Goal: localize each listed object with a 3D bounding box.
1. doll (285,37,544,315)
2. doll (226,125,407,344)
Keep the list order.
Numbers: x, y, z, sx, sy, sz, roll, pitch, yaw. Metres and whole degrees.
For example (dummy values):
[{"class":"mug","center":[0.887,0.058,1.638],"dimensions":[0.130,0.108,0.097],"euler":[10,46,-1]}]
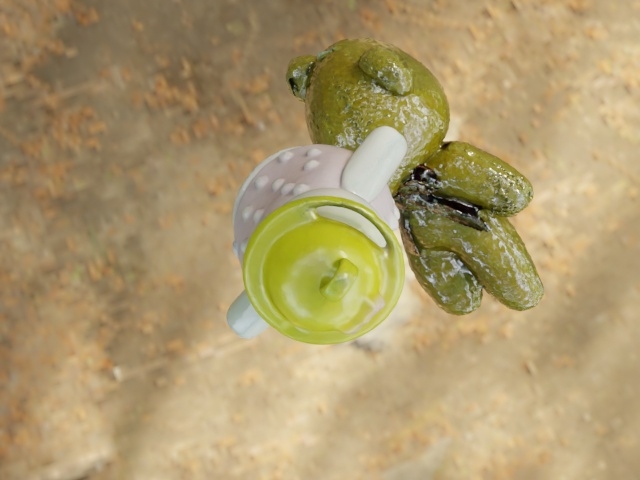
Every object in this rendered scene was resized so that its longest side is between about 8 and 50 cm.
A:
[{"class":"doll","center":[0.054,-0.027,1.172],"dimensions":[0.097,0.137,0.209],"euler":[-47,115,-26]},{"class":"doll","center":[0.000,0.000,0.956],"dimensions":[0.081,0.207,0.129],"euler":[39,95,-10]}]
